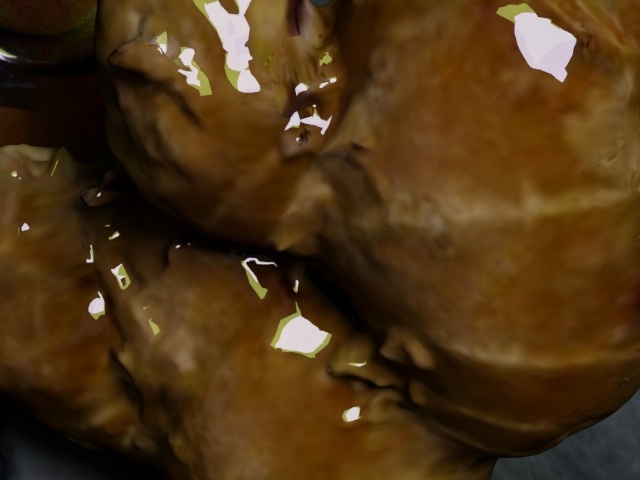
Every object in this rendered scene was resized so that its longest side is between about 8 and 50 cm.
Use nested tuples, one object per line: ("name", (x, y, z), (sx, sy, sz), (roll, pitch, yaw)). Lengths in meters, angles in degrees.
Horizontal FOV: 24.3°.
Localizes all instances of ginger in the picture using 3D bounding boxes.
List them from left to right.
("ginger", (0.009, -0.007, 0.615), (0.274, 0.357, 0.152), (34, 28, -7))

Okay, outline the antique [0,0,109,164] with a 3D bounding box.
("antique", (-0.165, -0.120, 0.713), (0.223, 0.129, 0.278), (10, 62, -26))
